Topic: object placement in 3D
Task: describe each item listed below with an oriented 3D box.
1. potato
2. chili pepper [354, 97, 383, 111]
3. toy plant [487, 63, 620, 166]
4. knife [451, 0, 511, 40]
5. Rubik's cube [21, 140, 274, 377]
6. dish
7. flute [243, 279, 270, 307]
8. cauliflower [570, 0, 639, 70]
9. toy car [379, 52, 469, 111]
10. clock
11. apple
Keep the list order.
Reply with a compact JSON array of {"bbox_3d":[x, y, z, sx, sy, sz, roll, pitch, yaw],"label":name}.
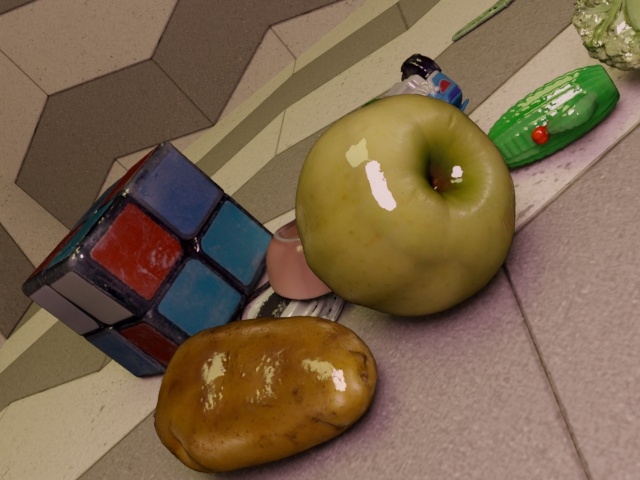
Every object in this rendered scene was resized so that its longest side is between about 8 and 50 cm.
[{"bbox_3d":[-0.085,0.194,0.795,0.369,0.176,0.195,-20,5,35],"label":"potato"},{"bbox_3d":[0.137,-0.276,1.321,0.100,0.074,0.257,-49,24,-13],"label":"chili pepper"},{"bbox_3d":[0.304,-0.163,0.866,0.154,0.088,0.240,-45,10,-35],"label":"toy plant"},{"bbox_3d":[0.429,-0.552,1.394,0.293,0.020,0.043,-30,28,28],"label":"knife"},{"bbox_3d":[-0.327,0.050,1.195,0.313,0.316,0.318,-21,34,47],"label":"Rubik's cube"},{"bbox_3d":[0.000,0.000,0.982,0.213,0.090,0.213,-20,21,8],"label":"dish"},{"bbox_3d":[-0.072,0.061,1.163,0.269,0.014,0.014,-39,24,10],"label":"flute"},{"bbox_3d":[0.443,-0.325,0.711,0.275,0.250,0.272,-40,22,20],"label":"cauliflower"},{"bbox_3d":[0.138,-0.156,1.029,0.198,0.166,0.314,-49,-5,-17],"label":"toy car"},{"bbox_3d":[-0.060,0.120,1.000,0.236,0.053,0.236,-34,27,20],"label":"clock"},{"bbox_3d":[0.100,-0.032,0.748,0.279,0.279,0.279,-35,25,19],"label":"apple"}]
